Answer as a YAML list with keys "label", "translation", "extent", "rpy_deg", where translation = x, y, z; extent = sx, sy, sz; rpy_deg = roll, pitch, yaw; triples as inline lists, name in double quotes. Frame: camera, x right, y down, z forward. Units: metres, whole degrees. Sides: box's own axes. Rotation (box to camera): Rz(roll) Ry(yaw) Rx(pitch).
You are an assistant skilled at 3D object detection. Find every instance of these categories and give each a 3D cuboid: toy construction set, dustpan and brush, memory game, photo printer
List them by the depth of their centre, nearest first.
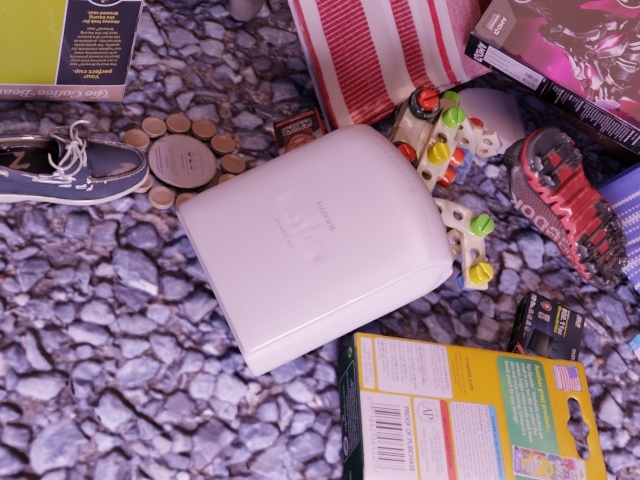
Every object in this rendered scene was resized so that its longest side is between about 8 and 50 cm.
- label: "photo printer"
  translation: [0.000, 0.000, 1.304]
  extent: [0.307, 0.107, 0.256]
  rpy_deg: [-25, 64, -5]
- label: "memory game"
  translation: [-0.196, -0.110, 1.447]
  extent: [0.186, 0.012, 0.186]
  rpy_deg: [10, 52, -13]
- label: "toy construction set"
  translation: [0.181, -0.095, 1.478]
  extent: [0.215, 0.151, 0.328]
  rpy_deg: [31, 48, -12]
- label: "dustpan and brush"
  translation: [0.226, -0.204, 1.660]
  extent: [0.211, 0.060, 0.147]
  rpy_deg: [15, 44, -18]

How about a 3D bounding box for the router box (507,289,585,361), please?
- label: "router box"
  translation: [0.319, 0.141, 1.434]
  extent: [0.092, 0.038, 0.122]
  rpy_deg: [25, 49, -2]

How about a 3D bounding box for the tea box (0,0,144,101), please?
- label: "tea box"
  translation: [-0.418, -0.367, 1.354]
  extent: [0.329, 0.323, 0.220]
  rpy_deg: [-2, 56, -23]

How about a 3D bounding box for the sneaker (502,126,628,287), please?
- label: "sneaker"
  translation: [0.363, -0.048, 1.532]
  extent: [0.097, 0.135, 0.276]
  rpy_deg: [-40, 108, -18]

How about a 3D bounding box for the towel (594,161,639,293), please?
- label: "towel"
  translation: [0.567, -0.009, 1.526]
  extent: [0.243, 0.040, 0.336]
  rpy_deg: [-30, 49, 6]

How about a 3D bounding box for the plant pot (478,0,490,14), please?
- label: "plant pot"
  translation: [0.281, -0.512, 1.786]
  extent: [0.275, 0.243, 0.275]
  rpy_deg: [11, 51, -14]

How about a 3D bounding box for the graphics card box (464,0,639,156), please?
- label: "graphics card box"
  translation: [0.442, -0.307, 1.591]
  extent: [0.371, 0.094, 0.233]
  rpy_deg: [32, 81, 8]

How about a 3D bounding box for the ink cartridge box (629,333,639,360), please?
- label: "ink cartridge box"
  translation: [0.496, 0.174, 1.483]
  extent: [0.048, 0.028, 0.083]
  rpy_deg: [-10, 58, -27]

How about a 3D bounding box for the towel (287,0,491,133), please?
- label: "towel"
  translation: [0.122, -0.327, 1.593]
  extent: [0.329, 0.037, 0.237]
  rpy_deg: [-26, 109, -23]

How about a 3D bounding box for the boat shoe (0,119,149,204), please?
- label: "boat shoe"
  translation: [-0.350, -0.106, 1.338]
  extent: [0.254, 0.079, 0.095]
  rpy_deg: [0, 54, -18]

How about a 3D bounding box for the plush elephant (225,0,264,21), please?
- label: "plush elephant"
  translation: [-0.224, -0.537, 1.635]
  extent: [0.255, 0.272, 0.330]
  rpy_deg: [21, 0, 43]

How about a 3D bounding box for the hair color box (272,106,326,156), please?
- label: "hair color box"
  translation: [-0.023, -0.131, 1.465]
  extent: [0.072, 0.043, 0.141]
  rpy_deg: [-21, 38, 5]

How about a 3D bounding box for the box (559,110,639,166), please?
- label: "box"
  translation: [0.557, -0.249, 1.738]
  extent: [0.203, 0.167, 0.168]
  rpy_deg: [38, 51, 10]

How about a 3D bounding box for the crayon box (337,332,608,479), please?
- label: "crayon box"
  translation: [0.188, 0.240, 1.280]
  extent: [0.323, 0.083, 0.203]
  rpy_deg: [8, 52, -14]
